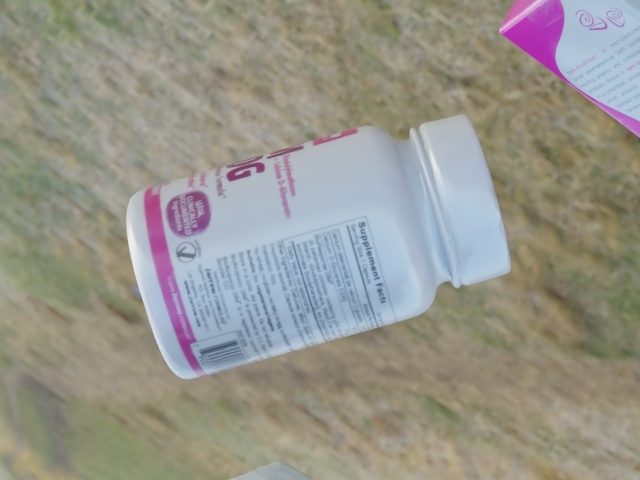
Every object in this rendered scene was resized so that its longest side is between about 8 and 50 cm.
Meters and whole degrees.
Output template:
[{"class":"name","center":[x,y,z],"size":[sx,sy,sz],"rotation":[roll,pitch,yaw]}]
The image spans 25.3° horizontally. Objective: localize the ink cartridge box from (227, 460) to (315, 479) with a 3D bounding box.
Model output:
[{"class":"ink cartridge box","center":[-0.082,0.313,1.039],"size":[0.308,0.385,0.091],"rotation":[24,121,44]}]

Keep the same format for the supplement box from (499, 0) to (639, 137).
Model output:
[{"class":"supplement box","center":[0.255,-0.141,0.999],"size":[0.220,0.114,0.111],"rotation":[34,156,-13]}]

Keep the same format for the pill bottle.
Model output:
[{"class":"pill bottle","center":[0.000,0.000,1.152],"size":[0.160,0.283,0.160],"rotation":[-16,-90,-88]}]
